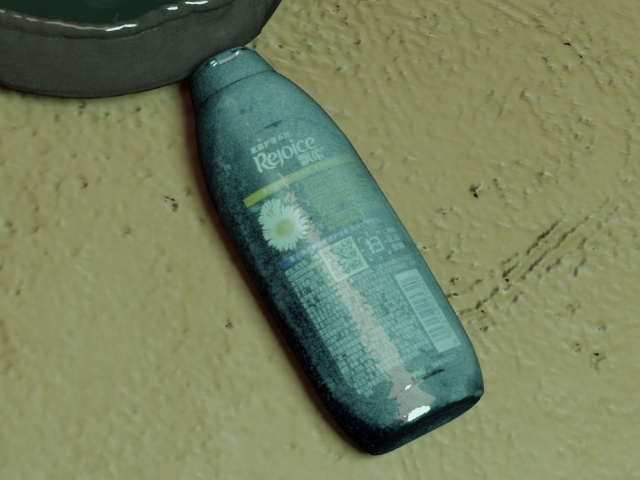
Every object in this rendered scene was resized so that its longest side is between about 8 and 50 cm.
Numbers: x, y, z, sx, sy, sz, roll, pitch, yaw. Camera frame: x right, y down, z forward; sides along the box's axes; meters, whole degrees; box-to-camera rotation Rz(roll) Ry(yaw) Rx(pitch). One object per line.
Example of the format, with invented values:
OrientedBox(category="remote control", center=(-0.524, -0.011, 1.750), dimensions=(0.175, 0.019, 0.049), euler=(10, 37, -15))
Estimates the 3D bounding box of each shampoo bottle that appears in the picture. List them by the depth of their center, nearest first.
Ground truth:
OrientedBox(category="shampoo bottle", center=(0.000, 0.000, 0.922), dimensions=(0.087, 0.049, 0.234), euler=(-25, 72, -18))

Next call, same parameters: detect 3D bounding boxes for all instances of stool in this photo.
OrientedBox(category="stool", center=(-0.130, -0.231, 0.933), dimensions=(0.272, 0.178, 0.272), euler=(4, 64, -8))
